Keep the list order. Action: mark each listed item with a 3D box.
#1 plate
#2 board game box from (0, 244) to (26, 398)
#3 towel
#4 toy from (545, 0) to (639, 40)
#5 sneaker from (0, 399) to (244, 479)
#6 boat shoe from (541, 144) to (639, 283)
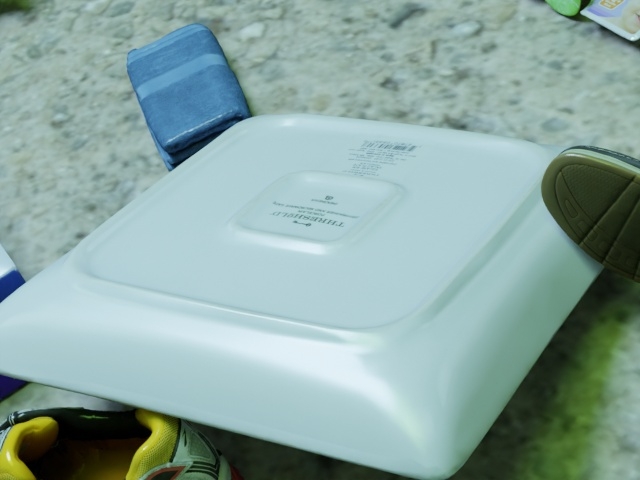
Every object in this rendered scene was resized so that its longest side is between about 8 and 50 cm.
[{"bbox_3d":[0.000,0.000,0.747,0.277,0.045,0.278,9,33,30],"label":"plate"},{"bbox_3d":[-0.352,0.076,0.863,0.347,0.078,0.233,-34,43,-11],"label":"board game box"},{"bbox_3d":[-0.088,-0.097,0.954,0.067,0.029,0.119,-25,42,-1],"label":"towel"},{"bbox_3d":[0.233,-0.228,0.922,0.237,0.056,0.137,-38,46,-15],"label":"toy"},{"bbox_3d":[-0.154,0.123,0.718,0.225,0.092,0.088,-14,43,12],"label":"sneaker"},{"bbox_3d":[0.180,-0.004,0.702,0.152,0.056,0.049,30,37,3],"label":"boat shoe"}]
